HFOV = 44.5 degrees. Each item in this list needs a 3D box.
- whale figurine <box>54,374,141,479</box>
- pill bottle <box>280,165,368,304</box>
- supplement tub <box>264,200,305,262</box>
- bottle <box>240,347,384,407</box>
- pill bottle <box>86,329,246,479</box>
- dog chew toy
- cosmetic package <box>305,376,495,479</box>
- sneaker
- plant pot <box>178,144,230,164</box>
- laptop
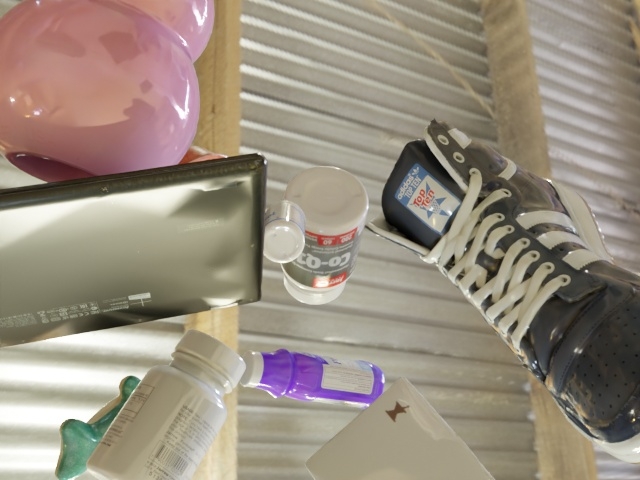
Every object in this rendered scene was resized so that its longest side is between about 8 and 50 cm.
[{"bbox_3d":[-0.322,0.344,1.345,0.272,0.141,0.216,6,-88,-59],"label":"whale figurine"},{"bbox_3d":[0.000,0.000,1.566,0.161,0.283,0.161,3,-127,-4],"label":"pill bottle"},{"bbox_3d":[-0.059,-0.015,1.230,0.071,0.071,0.107,41,-165,-15],"label":"supplement tub"},{"bbox_3d":[-0.018,0.264,1.509,0.283,0.118,0.092,13,-96,-28],"label":"bottle"},{"bbox_3d":[-0.204,0.245,1.078,0.131,0.131,0.229,39,-117,-16],"label":"pill bottle"},{"bbox_3d":[-0.196,-0.214,0.762,0.206,0.206,0.332,22,-105,-26],"label":"dog chew toy"},{"bbox_3d":[0.171,0.381,1.021,0.161,0.453,0.230,-39,-126,-5],"label":"cosmetic package"},{"bbox_3d":[0.116,0.014,0.492,0.153,0.099,0.282,26,-157,-14],"label":"sneaker"},{"bbox_3d":[-0.343,-0.110,1.556,0.265,0.272,0.272,34,-133,26],"label":"plant pot"},{"bbox_3d":[-0.270,-0.027,0.822,0.382,0.408,0.236,-10,-118,-11],"label":"laptop"}]
